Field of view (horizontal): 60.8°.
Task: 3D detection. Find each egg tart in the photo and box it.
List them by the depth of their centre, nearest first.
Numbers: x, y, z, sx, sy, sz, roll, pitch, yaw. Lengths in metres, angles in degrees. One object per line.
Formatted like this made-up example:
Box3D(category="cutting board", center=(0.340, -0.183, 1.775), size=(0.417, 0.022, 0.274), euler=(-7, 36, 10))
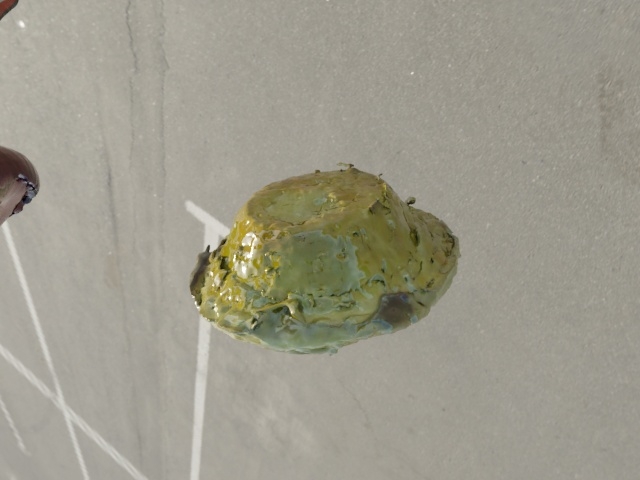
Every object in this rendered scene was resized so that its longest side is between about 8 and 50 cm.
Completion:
Box3D(category="egg tart", center=(0.000, 0.000, 0.582), size=(0.295, 0.295, 0.116), euler=(14, 127, 34))

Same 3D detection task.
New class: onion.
Box3D(category="onion", center=(-0.643, -0.084, 0.994), size=(0.161, 0.248, 0.248), euler=(40, 139, 14))

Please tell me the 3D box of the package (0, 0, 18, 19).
Box3D(category="package", center=(-0.600, -0.432, 0.847), size=(0.040, 0.166, 0.232), euler=(-1, 142, 28))
